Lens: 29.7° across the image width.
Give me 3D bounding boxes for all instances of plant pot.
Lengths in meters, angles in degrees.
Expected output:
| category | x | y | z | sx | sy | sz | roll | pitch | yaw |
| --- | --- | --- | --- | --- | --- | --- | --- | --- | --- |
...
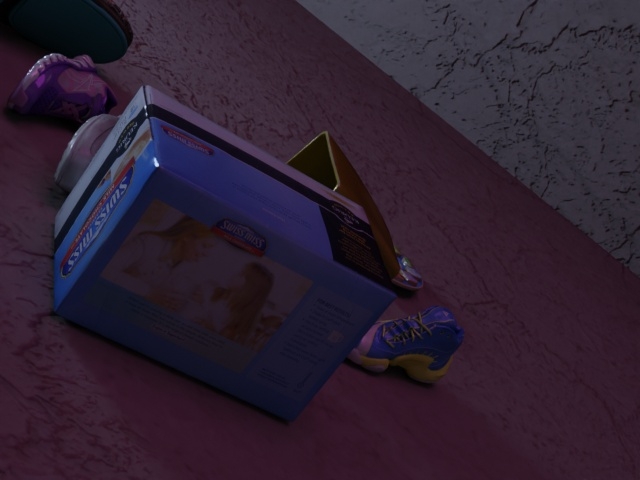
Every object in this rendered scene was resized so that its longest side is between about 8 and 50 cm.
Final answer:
| category | x | y | z | sx | sy | sz | roll | pitch | yaw |
| --- | --- | --- | --- | --- | --- | --- | --- | --- | --- |
| plant pot | 0.000 | 0.000 | 1.815 | 0.187 | 0.212 | 0.212 | 44 | 15 | -24 |

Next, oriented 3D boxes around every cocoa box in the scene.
| category | x | y | z | sx | sy | sz | roll | pitch | yaw |
| --- | --- | --- | --- | --- | --- | --- | --- | --- | --- |
| cocoa box | -0.122 | 0.019 | 1.477 | 0.347 | 0.231 | 0.228 | 29 | 22 | -26 |

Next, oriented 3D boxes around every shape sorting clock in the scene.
| category | x | y | z | sx | sy | sz | roll | pitch | yaw |
| --- | --- | --- | --- | --- | --- | --- | --- | --- | --- |
| shape sorting clock | 0.102 | 0.021 | 2.170 | 0.206 | 0.040 | 0.206 | 34 | 19 | -14 |

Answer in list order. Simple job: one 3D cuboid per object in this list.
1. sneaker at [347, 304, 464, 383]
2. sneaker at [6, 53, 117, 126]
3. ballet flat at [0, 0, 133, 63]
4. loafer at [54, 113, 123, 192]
| category | x | y | z | sx | sy | sz | roll | pitch | yaw |
| --- | --- | --- | --- | --- | --- | --- | --- | --- | --- |
| sneaker | 0.125 | 0.135 | 1.815 | 0.240 | 0.126 | 0.091 | 19 | 26 | -44 |
| sneaker | -0.373 | -0.213 | 1.791 | 0.104 | 0.095 | 0.236 | 47 | 18 | 2 |
| ballet flat | -0.495 | -0.425 | 1.905 | 0.483 | 0.164 | 0.182 | 11 | 58 | -50 |
| loafer | -0.276 | -0.115 | 1.698 | 0.111 | 0.112 | 0.319 | 30 | 18 | 4 |
